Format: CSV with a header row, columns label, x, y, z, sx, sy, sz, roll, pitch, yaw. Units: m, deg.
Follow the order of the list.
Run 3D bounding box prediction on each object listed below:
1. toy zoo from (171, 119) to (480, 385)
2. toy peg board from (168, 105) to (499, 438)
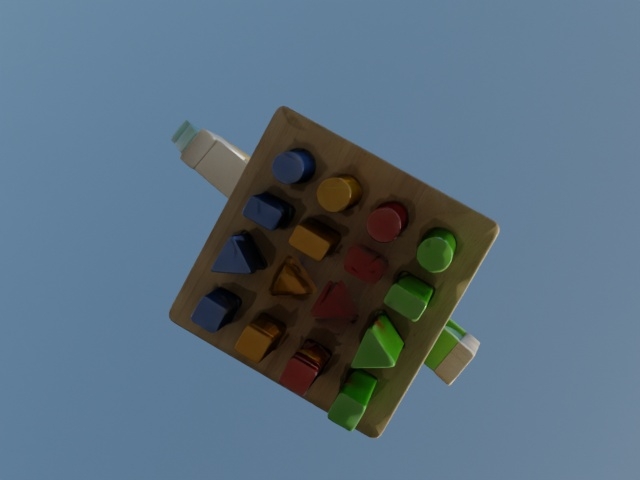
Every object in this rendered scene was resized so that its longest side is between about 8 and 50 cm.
label,x,y,z,sx,sy,sz,roll,pitch,yaw
toy zoo,0.000,0.000,0.784,0.293,0.192,0.030,40,-86,10
toy peg board,0.001,0.023,0.618,0.161,0.079,0.161,30,-81,5
